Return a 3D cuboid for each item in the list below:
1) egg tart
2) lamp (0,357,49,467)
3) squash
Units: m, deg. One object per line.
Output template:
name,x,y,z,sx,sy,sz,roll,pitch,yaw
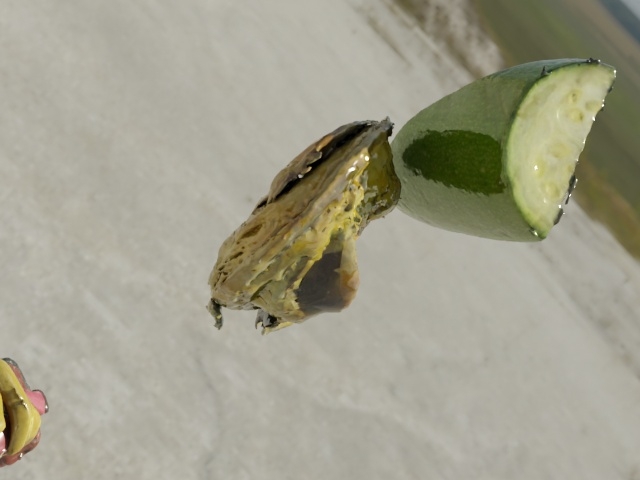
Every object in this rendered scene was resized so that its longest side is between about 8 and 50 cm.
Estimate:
egg tart,0.000,0.000,1.378,0.132,0.297,0.297,40,15,3
lamp,-0.309,0.142,1.141,0.118,0.118,0.253,49,-2,9
squash,0.158,-0.112,1.425,0.111,0.203,0.289,22,0,-25
